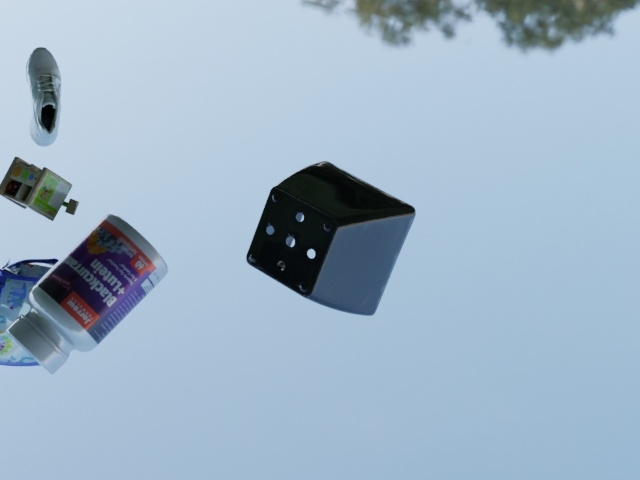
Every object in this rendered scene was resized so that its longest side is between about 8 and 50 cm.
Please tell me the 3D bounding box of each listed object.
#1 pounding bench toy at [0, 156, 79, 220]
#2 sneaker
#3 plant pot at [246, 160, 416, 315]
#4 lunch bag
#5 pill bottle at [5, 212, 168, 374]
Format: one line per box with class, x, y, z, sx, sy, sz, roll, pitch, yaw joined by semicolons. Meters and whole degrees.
pounding bench toy;-0.347;-0.059;1.449;0.065;0.083;0.052;20;-101;33
sneaker;-0.415;-0.222;1.779;0.054;0.061;0.152;-3;-96;-24
plant pot;0.000;0.000;1.755;0.188;0.187;0.167;29;-162;27
lunch bag;-0.387;0.094;1.538;0.096;0.128;0.151;24;-169;21
pill bottle;-0.290;0.068;1.441;0.108;0.108;0.193;37;-106;22
